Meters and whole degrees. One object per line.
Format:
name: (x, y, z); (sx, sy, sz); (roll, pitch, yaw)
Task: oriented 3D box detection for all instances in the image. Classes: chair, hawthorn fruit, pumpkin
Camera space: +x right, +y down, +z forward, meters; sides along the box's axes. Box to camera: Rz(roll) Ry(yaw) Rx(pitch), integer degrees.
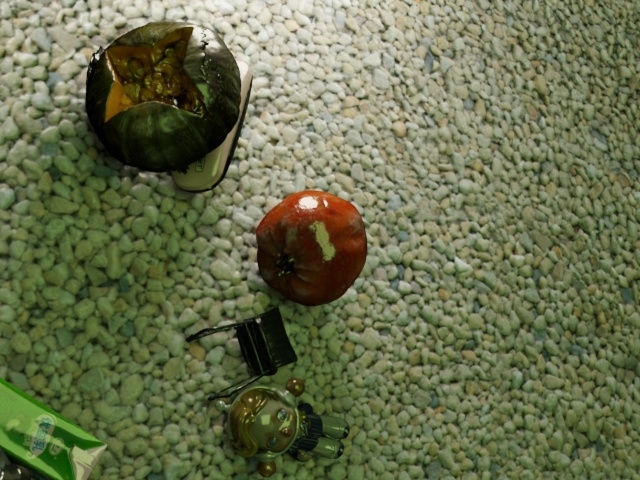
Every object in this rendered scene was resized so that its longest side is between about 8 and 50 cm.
chair: (-0.132, 0.215, 2.042); (0.221, 0.145, 0.140); (-18, 87, -31)
hawthorn fruit: (0.000, 0.000, 2.128); (0.272, 0.242, 0.241); (-38, 96, -45)
pumpkin: (-0.308, -0.283, 2.003); (0.321, 0.192, 0.320); (-4, 66, 8)

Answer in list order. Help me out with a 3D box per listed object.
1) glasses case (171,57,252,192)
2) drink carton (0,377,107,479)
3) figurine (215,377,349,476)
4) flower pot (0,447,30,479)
glasses case: (-0.225, -0.243, 2.121); (0.075, 0.122, 0.314); (53, 48, -59)
drink carton: (-0.530, 0.342, 1.798); (0.271, 0.161, 0.108); (36, 64, -13)
figurine: (-0.066, 0.365, 2.054); (0.274, 0.133, 0.193); (-6, 103, -34)
flower pot: (-0.577, 0.479, 1.666); (0.299, 0.299, 0.282); (-31, 121, -30)
